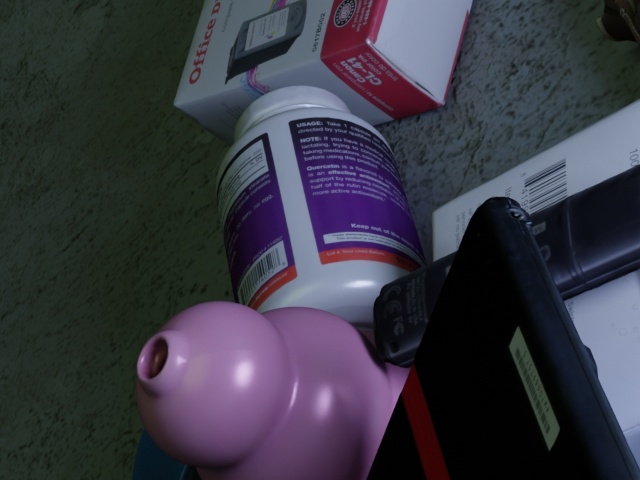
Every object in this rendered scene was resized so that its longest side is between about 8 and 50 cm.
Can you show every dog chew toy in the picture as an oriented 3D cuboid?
[{"bbox_3d":[-0.010,0.146,1.438,0.206,0.332,0.207,-25,51,37],"label":"dog chew toy"}]

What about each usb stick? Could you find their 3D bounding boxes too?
[{"bbox_3d":[0.149,0.022,1.321,0.278,0.045,0.077,-27,52,37],"label":"usb stick"}]

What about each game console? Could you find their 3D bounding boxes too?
[{"bbox_3d":[0.110,0.206,1.136,0.386,0.060,0.342,-106,31,-56],"label":"game console"}]

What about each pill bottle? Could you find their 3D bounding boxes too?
[{"bbox_3d":[0.000,0.000,1.683,0.181,0.181,0.323,-39,38,22],"label":"pill bottle"}]

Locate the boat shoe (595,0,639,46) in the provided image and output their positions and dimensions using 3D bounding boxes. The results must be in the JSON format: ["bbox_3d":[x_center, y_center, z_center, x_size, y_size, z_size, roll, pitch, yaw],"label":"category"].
[{"bbox_3d":[0.296,-0.207,1.596,0.095,0.095,0.257,-48,27,34],"label":"boat shoe"}]

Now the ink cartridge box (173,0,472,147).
[{"bbox_3d":[0.008,-0.233,1.904,0.306,0.131,0.226,-12,54,43],"label":"ink cartridge box"}]

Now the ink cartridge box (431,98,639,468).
[{"bbox_3d":[0.284,0.041,1.330,0.395,0.166,0.285,-29,44,34],"label":"ink cartridge box"}]

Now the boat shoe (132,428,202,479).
[{"bbox_3d":[-0.129,0.258,1.711,0.109,0.089,0.258,-19,53,42],"label":"boat shoe"}]
